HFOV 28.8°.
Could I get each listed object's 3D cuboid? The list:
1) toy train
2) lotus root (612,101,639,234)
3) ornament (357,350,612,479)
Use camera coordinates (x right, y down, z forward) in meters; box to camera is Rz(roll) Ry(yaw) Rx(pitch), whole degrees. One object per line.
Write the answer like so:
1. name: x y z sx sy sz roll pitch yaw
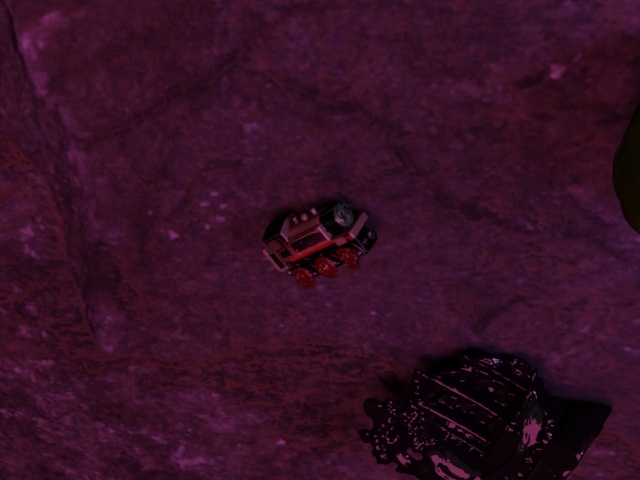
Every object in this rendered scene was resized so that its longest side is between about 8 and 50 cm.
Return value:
1. toy train: 0.000 0.000 1.418 0.138 0.050 0.087 -24 113 40
2. lotus root: 0.332 -0.055 1.130 0.186 0.186 0.186 14 135 15
3. ornament: 0.185 0.229 1.513 0.260 0.106 0.251 32 130 9
